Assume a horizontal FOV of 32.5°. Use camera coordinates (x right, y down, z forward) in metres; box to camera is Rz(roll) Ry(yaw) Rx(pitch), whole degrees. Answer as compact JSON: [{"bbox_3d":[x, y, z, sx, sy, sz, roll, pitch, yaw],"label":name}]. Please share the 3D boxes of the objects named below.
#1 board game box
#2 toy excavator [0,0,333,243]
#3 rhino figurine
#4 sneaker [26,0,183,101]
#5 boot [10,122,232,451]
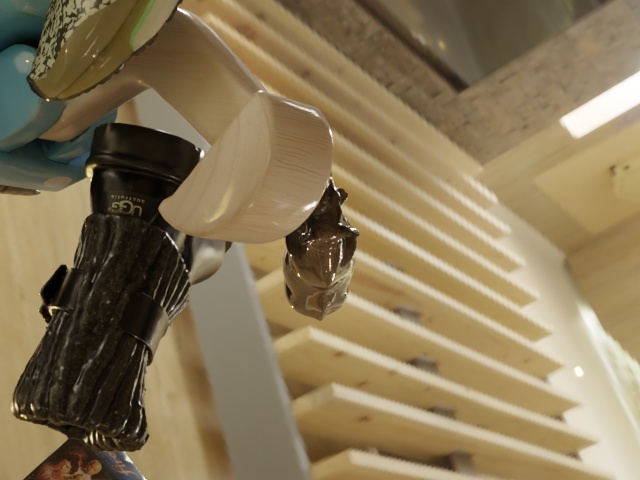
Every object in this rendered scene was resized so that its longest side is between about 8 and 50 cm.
[{"bbox_3d":[-0.230,0.339,1.203,0.243,0.165,0.042,50,-158,6],"label":"board game box"},{"bbox_3d":[-0.226,-0.156,0.956,0.222,0.445,0.433,8,-116,-53],"label":"toy excavator"},{"bbox_3d":[0.000,0.000,1.057,0.243,0.073,0.106,98,168,-66],"label":"rhino figurine"},{"bbox_3d":[-0.170,-0.309,0.809,0.182,0.410,0.158,16,-172,-31],"label":"sneaker"},{"bbox_3d":[-0.175,0.063,1.010,0.348,0.131,0.260,76,-156,-77],"label":"boot"}]
